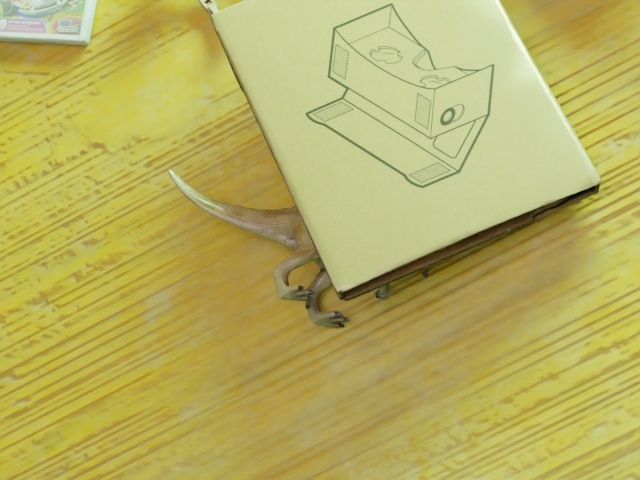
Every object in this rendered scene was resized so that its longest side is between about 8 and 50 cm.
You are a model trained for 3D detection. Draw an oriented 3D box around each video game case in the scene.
[{"bbox_3d":[-0.182,-0.189,1.301,0.087,0.011,0.122,5,78,20],"label":"video game case"}]

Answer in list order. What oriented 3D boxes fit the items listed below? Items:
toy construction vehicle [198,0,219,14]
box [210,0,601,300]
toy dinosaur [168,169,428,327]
[{"bbox_3d":[-0.060,-0.186,1.252,0.086,0.035,0.098,-40,70,-6],"label":"toy construction vehicle"},{"bbox_3d":[0.047,-0.082,1.166,0.164,0.021,0.201,-23,66,-4],"label":"box"},{"bbox_3d":[0.000,0.000,1.181,0.183,0.053,0.092,-1,61,10],"label":"toy dinosaur"}]
